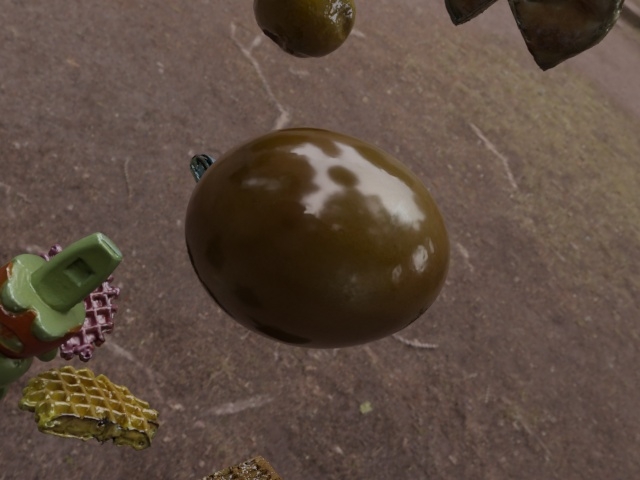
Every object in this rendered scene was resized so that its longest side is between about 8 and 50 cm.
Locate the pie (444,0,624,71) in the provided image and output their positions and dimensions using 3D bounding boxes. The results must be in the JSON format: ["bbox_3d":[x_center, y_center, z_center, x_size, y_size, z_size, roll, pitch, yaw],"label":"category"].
[{"bbox_3d":[0.337,-0.445,1.194,0.337,0.337,0.075,44,48,8],"label":"pie"}]

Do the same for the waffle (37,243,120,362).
[{"bbox_3d":[-0.505,0.119,1.511,0.221,0.055,0.234,42,40,-20],"label":"waffle"}]

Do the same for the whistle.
[{"bbox_3d":[-0.346,0.087,0.869,0.131,0.288,0.106,51,17,-16],"label":"whistle"}]

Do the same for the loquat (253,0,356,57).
[{"bbox_3d":[-0.033,-0.473,1.482,0.213,0.213,0.213,25,36,-20],"label":"loquat"}]

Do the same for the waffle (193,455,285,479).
[{"bbox_3d":[-0.155,0.460,1.257,0.213,0.308,0.091,-18,91,-16],"label":"waffle"}]

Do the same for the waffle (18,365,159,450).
[{"bbox_3d":[-0.471,0.349,1.564,0.283,0.065,0.309,31,10,6],"label":"waffle"}]

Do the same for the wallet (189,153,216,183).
[{"bbox_3d":[-0.226,-0.115,1.924,0.176,0.075,0.250,62,14,19],"label":"wallet"}]

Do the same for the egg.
[{"bbox_3d":[0.000,0.000,0.975,0.351,0.282,0.282,18,38,-18],"label":"egg"}]
